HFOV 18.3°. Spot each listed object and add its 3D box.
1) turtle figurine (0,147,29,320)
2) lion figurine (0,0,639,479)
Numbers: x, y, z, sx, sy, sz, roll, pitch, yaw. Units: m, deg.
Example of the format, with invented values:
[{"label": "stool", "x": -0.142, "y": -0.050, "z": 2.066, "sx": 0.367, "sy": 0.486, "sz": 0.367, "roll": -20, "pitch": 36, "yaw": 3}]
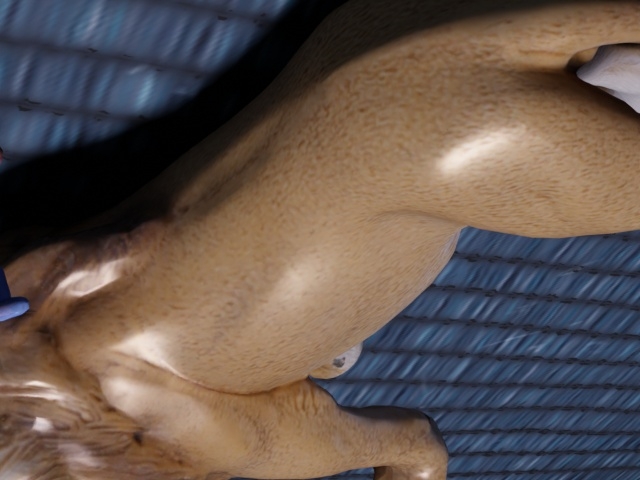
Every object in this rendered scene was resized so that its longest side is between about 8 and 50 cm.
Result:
[{"label": "turtle figurine", "x": -0.195, "y": 0.046, "z": 0.479, "sx": 0.274, "sy": 0.198, "sz": 0.266, "roll": -19, "pitch": 161, "yaw": -11}, {"label": "lion figurine", "x": 0.000, "y": 0.000, "z": 0.653, "sx": 0.240, "sy": 0.142, "sz": 0.392, "roll": 14, "pitch": 130, "yaw": -45}]
